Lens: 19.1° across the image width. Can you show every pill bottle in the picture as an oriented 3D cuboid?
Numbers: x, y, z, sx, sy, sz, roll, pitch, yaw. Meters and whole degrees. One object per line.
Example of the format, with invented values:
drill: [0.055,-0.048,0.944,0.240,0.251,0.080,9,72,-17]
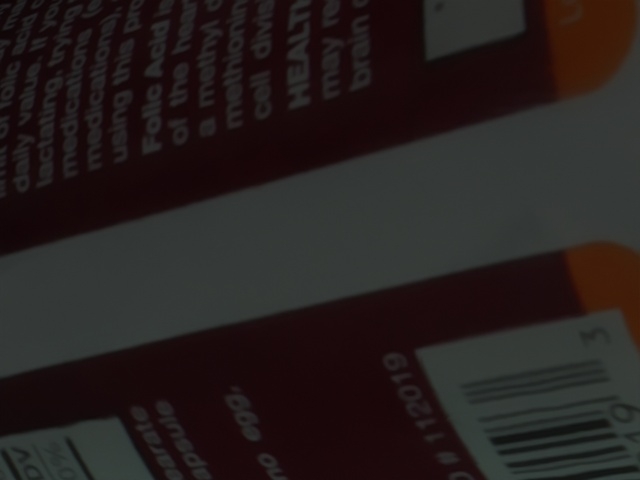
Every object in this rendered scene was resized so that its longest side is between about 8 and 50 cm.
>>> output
pill bottle: [0.000,0.000,0.567,0.224,0.392,0.224,20,64,-48]
